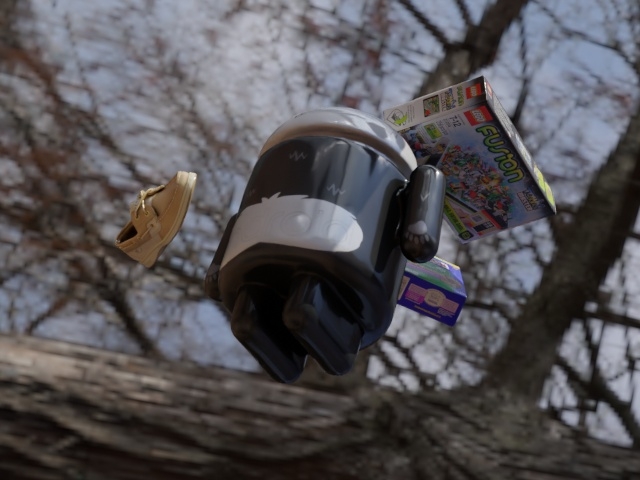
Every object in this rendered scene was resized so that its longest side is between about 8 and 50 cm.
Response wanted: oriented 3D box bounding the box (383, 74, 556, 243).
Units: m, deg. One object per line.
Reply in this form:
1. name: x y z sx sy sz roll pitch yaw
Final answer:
1. box: 0.160 -0.082 1.570 0.114 0.207 0.036 -18 -131 21

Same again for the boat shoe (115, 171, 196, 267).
1. boat shoe: -0.193 -0.027 1.706 0.170 0.059 0.063 -52 -160 47

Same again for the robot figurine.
1. robot figurine: 0.003 0.001 1.427 0.173 0.209 0.278 103 2 -51

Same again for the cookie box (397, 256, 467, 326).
1. cookie box: 0.108 0.044 1.617 0.107 0.092 0.040 -90 -156 -73
